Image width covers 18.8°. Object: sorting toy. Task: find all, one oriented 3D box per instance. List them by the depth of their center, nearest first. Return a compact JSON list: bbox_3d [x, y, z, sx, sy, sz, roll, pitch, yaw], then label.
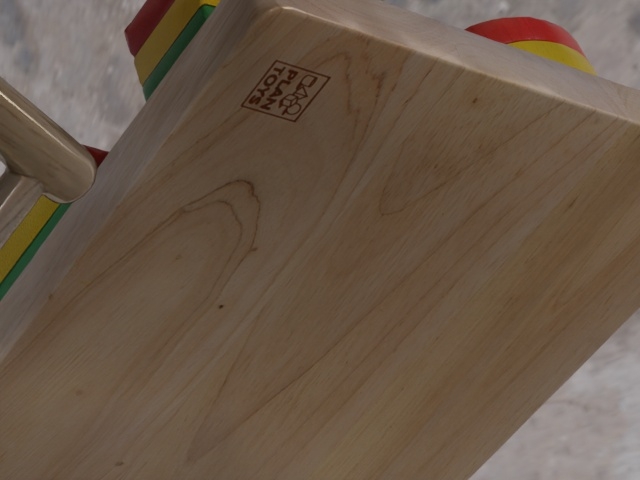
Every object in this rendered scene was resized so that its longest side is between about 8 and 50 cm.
[{"bbox_3d":[0.000,0.000,0.787,0.255,0.257,0.089,14,40,-37],"label":"sorting toy"}]

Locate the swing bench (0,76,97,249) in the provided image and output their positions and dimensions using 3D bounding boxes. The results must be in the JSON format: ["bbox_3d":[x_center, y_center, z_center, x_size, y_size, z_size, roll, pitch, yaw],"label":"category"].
[{"bbox_3d":[-0.237,-0.007,0.491,0.165,0.255,0.253,32,82,30],"label":"swing bench"}]
